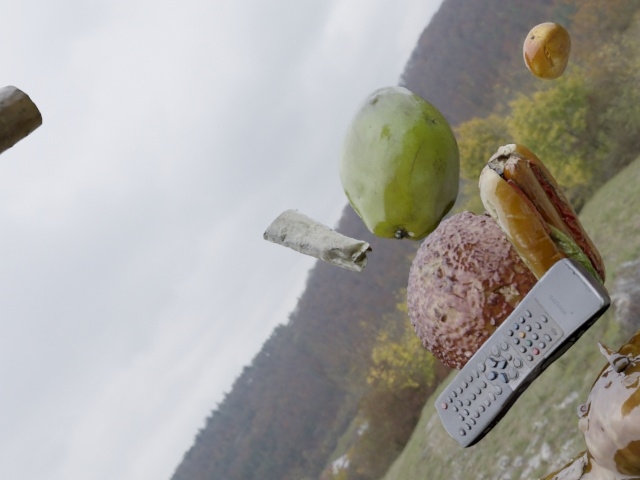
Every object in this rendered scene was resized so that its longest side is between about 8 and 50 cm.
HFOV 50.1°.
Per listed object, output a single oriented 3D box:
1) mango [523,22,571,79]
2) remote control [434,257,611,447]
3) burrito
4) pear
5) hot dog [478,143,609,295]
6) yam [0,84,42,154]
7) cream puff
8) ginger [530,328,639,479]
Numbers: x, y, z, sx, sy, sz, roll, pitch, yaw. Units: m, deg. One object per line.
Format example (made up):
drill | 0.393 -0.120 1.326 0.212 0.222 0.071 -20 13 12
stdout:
mango | 0.288 -0.235 0.864 0.089 0.060 0.046 43 -151 -47
remote control | 0.169 0.104 0.599 0.028 0.059 0.212 -5 -42 -39
burrito | 0.000 0.000 1.373 0.087 0.226 0.060 -62 -22 -16
pear | 0.130 -0.130 1.147 0.212 0.212 0.269 90 175 -75
hot dog | 0.248 -0.003 0.728 0.062 0.236 0.092 -12 40 48
yam | -0.324 -0.008 0.451 0.327 0.045 0.045 -49 -44 -37
cream puff | 0.291 0.111 1.335 0.228 0.350 0.350 -10 -32 -21
ginger | 0.314 0.235 0.684 0.418 0.176 0.254 -55 42 43
